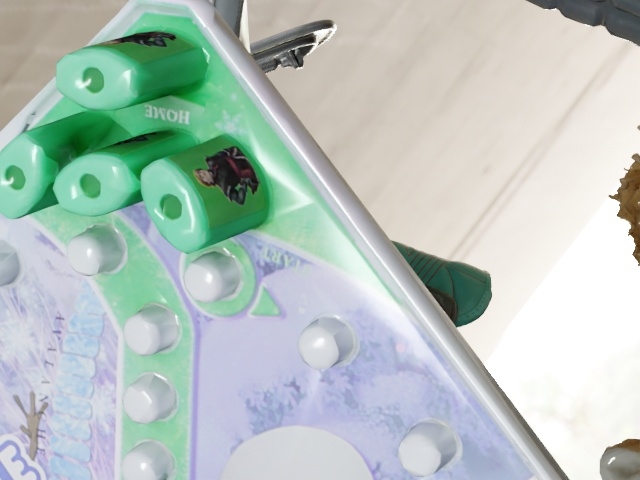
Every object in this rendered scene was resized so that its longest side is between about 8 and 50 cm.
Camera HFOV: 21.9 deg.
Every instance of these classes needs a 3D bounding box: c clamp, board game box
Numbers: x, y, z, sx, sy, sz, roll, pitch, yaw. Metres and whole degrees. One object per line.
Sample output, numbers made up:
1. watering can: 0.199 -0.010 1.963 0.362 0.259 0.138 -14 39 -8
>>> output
1. c clamp: -0.066 -0.114 1.128 0.161 0.022 0.137 -21 -5 -4
2. board game box: -0.066 0.186 0.548 0.390 0.390 0.050 -39 -5 30

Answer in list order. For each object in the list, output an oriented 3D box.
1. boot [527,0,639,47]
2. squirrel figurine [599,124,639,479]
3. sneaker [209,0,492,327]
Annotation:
1. boot: 0.152 -0.148 0.504 0.223 0.338 0.118 -32 -19 -22
2. squirrel figurine: 0.328 0.091 1.037 0.281 0.397 0.370 -2 -17 -11
3. sneaker: 0.000 0.000 0.871 0.124 0.178 0.295 -109 19 -81
